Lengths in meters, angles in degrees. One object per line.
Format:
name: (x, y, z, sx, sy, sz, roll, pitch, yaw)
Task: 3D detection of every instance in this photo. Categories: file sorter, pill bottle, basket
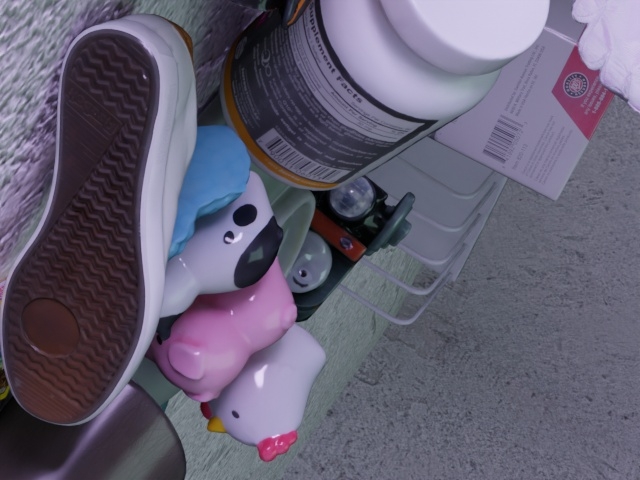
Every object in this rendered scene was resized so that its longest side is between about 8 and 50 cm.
file sorter: (0.130, -0.049, 2.311, 0.173, 0.193, 0.277, -46, 164, -47)
pill bottle: (0.046, -0.152, 1.266, 0.162, 0.162, 0.278, -55, -167, -31)
basket: (-0.233, 0.223, 1.263, 0.227, 0.154, 0.204, -50, 171, -33)

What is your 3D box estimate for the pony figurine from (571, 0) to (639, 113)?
pony figurine: (0.210, -0.311, 1.379, 0.351, 0.363, 0.303, -55, 128, -27)

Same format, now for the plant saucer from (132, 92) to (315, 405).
plant saucer: (-0.099, 0.024, 1.523, 0.400, 0.101, 0.400, -58, 172, -14)

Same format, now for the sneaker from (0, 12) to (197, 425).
sneaker: (-0.134, -0.013, 1.097, 0.123, 0.106, 0.290, -48, 157, -68)

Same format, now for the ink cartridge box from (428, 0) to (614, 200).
ink cartridge box: (0.196, -0.207, 1.839, 0.117, 0.283, 0.207, -56, 172, -49)

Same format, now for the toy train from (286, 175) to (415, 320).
toy train: (0.000, 0.000, 1.823, 0.190, 0.142, 0.334, -51, 180, -5)

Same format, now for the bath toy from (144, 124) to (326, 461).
bath toy: (-0.085, 0.064, 1.303, 0.348, 0.151, 0.129, 69, 12, -52)

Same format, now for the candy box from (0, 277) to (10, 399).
candy box: (-0.248, 0.084, 1.096, 0.105, 0.027, 0.206, -66, 170, 14)

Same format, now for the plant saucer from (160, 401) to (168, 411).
plant saucer: (-0.225, 0.242, 1.804, 0.192, 0.018, 0.067, -50, 167, -46)

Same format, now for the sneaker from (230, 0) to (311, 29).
sneaker: (-0.010, -0.239, 1.059, 0.180, 0.125, 0.321, -59, 172, -10)
